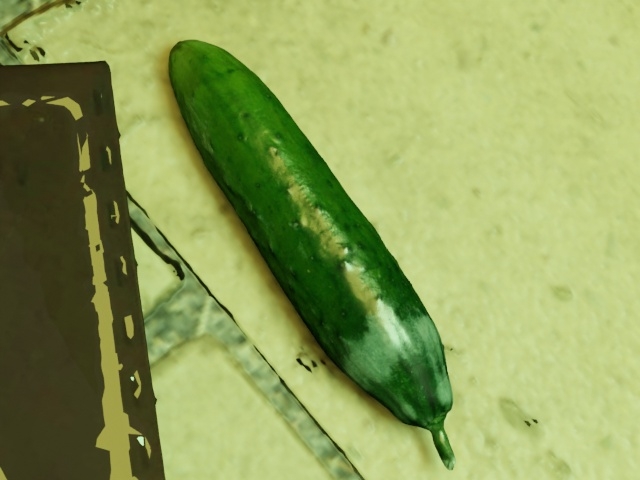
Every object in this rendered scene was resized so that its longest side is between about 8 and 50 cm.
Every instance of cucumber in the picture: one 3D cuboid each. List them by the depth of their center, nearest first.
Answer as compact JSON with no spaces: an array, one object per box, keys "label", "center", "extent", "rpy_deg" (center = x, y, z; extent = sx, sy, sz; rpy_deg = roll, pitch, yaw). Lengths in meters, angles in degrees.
[{"label":"cucumber","center":[0.000,0.000,0.886],"extent":[0.056,0.056,0.250],"rpy_deg":[-31,80,-20]}]

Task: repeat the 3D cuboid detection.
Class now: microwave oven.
[{"label":"microwave oven","center":[-0.172,0.067,0.757],"extent":[0.188,0.178,0.247],"rpy_deg":[-6,72,-15]}]
